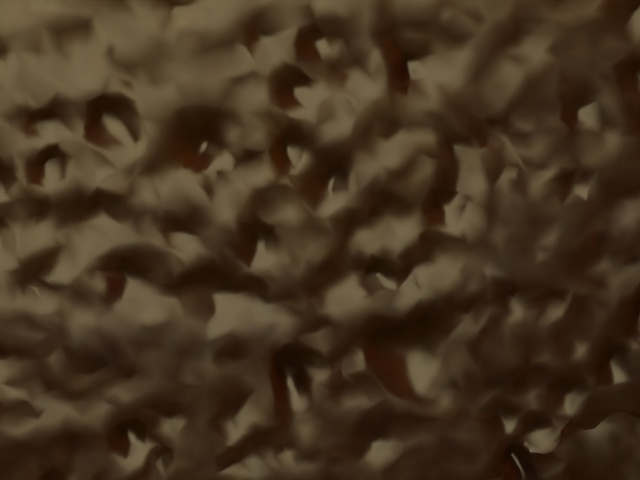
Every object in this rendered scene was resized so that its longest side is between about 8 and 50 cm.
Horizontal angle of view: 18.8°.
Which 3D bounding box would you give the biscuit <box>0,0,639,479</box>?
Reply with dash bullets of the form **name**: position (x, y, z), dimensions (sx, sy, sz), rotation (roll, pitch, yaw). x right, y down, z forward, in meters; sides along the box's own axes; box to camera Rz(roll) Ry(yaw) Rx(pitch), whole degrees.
- **biscuit**: position (0.000, -0.001, 0.428), dimensions (0.432, 0.064, 0.283), rotation (-10, 121, -4)
